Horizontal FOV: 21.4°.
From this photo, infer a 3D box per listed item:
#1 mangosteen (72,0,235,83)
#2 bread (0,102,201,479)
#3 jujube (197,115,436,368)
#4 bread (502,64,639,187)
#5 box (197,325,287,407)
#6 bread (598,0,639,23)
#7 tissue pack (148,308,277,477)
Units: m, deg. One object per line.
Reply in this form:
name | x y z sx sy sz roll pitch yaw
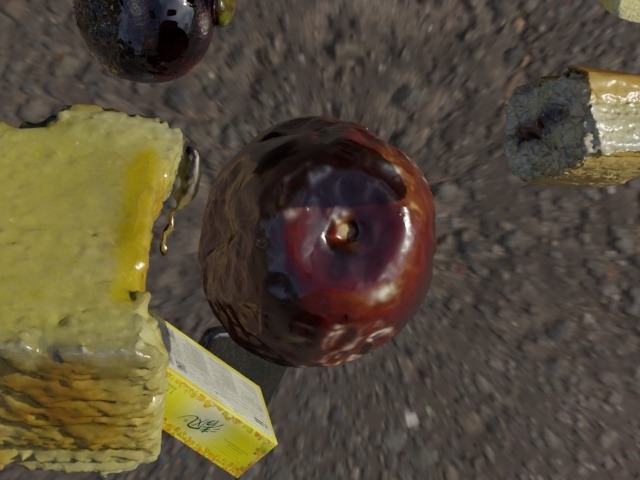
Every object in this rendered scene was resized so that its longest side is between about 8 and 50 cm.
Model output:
mangosteen | -0.157 -0.224 1.616 0.152 0.152 0.152 0 90 1
bread | -0.131 0.020 0.835 0.140 0.169 0.160 3 61 -6
jujube | 0.000 0.000 1.463 0.223 0.318 0.223 0 87 -7
bread | 0.193 -0.080 1.175 0.106 0.125 0.082 -6 85 -25
box | -0.097 0.149 1.851 0.126 0.027 0.125 13 112 -41
bread | 0.341 -0.323 1.884 0.068 0.188 0.125 9 113 -14
tissue pack | -0.130 0.154 1.705 0.062 0.095 0.176 -41 126 13
